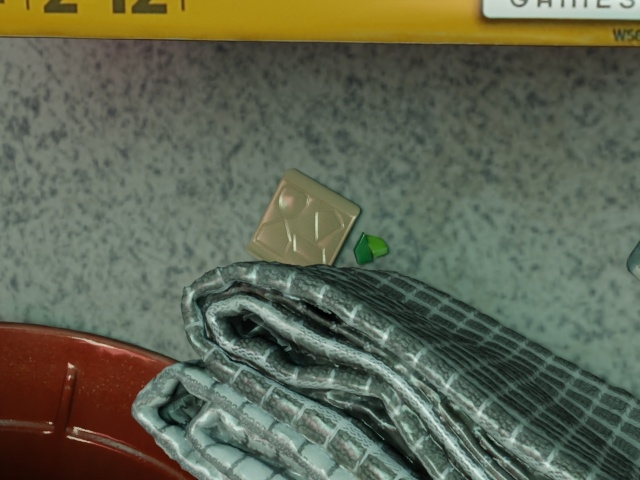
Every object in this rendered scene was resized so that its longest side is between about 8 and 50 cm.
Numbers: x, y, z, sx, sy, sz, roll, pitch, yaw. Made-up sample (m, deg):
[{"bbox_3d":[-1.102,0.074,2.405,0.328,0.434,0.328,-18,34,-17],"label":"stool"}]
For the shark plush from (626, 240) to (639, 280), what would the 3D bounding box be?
[{"bbox_3d":[0.227,-0.040,0.631,0.067,0.073,0.161,37,111,46],"label":"shark plush"}]

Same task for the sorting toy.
[{"bbox_3d":[0.000,0.000,0.734,0.083,0.012,0.062,31,97,20],"label":"sorting toy"}]

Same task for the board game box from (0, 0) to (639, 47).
[{"bbox_3d":[0.004,-0.273,0.515,0.356,0.356,0.356,5,103,20],"label":"board game box"}]

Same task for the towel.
[{"bbox_3d":[0.080,0.108,0.594,0.283,0.235,0.121,30,95,17],"label":"towel"}]

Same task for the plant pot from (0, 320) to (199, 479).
[{"bbox_3d":[-0.181,0.222,0.691,0.272,0.272,0.265,19,106,19],"label":"plant pot"}]
